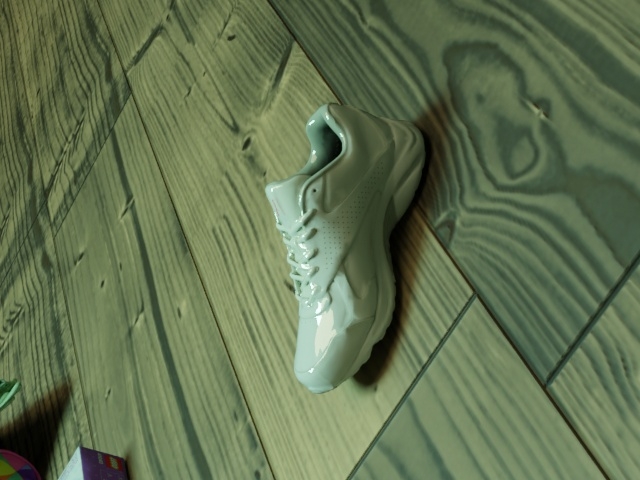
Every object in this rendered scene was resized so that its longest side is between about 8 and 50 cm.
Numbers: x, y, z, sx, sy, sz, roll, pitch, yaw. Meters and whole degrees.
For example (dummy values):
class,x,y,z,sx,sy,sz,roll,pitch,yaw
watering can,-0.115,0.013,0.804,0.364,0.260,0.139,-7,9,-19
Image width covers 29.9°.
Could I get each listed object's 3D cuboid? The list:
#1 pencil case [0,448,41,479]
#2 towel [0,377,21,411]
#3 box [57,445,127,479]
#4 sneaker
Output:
class,x,y,z,sx,sy,sz,roll,pitch,yaw
pencil case,-0.426,0.357,1.457,0.236,0.104,0.104,-53,32,31
towel,-0.475,0.307,1.480,0.248,0.038,0.325,-56,6,-33
box,-0.275,0.385,1.212,0.293,0.057,0.201,-57,30,21
sneaker,0.000,0.000,0.931,0.090,0.115,0.232,-15,59,56
